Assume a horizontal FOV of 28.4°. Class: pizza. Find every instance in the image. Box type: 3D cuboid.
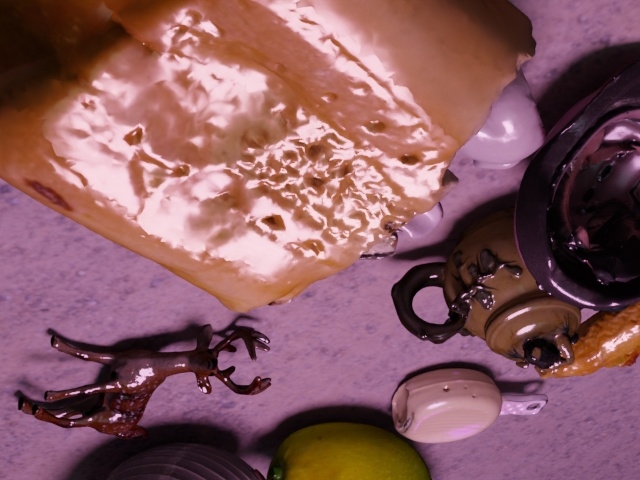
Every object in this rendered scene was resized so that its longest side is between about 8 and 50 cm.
[{"bbox_3d":[0.426,0.092,1.574,0.280,0.075,0.288,-36,164,21],"label":"pizza"}]

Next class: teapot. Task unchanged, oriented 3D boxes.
[{"bbox_3d":[0.220,0.070,1.447,0.270,0.182,0.173,-10,144,-7],"label":"teapot"}]

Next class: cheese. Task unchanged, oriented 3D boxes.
[{"bbox_3d":[0.211,0.228,1.745,0.227,0.064,0.137,3,143,-21],"label":"cheese"}]

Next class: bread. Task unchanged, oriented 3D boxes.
[{"bbox_3d":[-0.081,-0.168,0.986,0.361,0.250,0.394,-37,135,22],"label":"bread"}]

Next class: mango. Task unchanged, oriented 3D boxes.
[{"bbox_3d":[0.069,0.352,1.780,0.192,0.156,0.343,-24,147,27],"label":"mango"}]

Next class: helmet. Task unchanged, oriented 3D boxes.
[{"bbox_3d":[0.301,-0.049,1.333,0.198,0.253,0.154,29,166,-14],"label":"helmet"}]

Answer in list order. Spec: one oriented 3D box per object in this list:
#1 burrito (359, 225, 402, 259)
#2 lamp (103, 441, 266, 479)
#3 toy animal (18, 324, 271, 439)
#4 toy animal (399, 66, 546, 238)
[{"bbox_3d":[0.000,0.000,1.396,0.186,0.041,0.045,2,98,-21],"label":"burrito"},{"bbox_3d":[-0.178,0.375,1.663,0.265,0.233,0.233,-33,140,26],"label":"lamp"},{"bbox_3d":[-0.210,0.166,1.518,0.260,0.087,0.243,6,152,-29],"label":"toy animal"},{"bbox_3d":[0.117,-0.107,1.227,0.193,0.127,0.178,-27,144,11],"label":"toy animal"}]
